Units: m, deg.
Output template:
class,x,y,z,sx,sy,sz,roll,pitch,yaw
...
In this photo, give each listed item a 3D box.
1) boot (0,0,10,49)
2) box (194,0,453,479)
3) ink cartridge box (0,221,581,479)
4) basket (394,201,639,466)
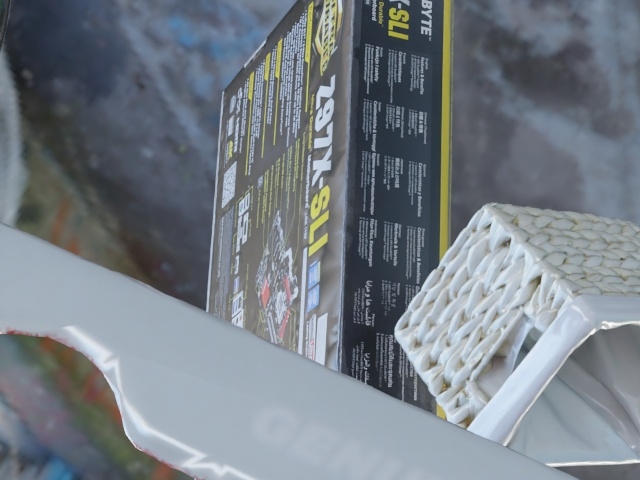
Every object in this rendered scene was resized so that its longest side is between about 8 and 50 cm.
class,x,y,z,sx,sy,sz,roll,pitch,yaw
boot,-0.096,-0.182,0.862,0.091,0.263,0.229,9,-177,36
box,0.000,0.000,1.200,0.079,0.322,0.257,11,156,-21
ink cartridge box,-0.120,0.167,0.267,0.308,0.385,0.091,23,146,7
basket,0.138,0.053,1.035,0.103,0.167,0.113,51,118,34
